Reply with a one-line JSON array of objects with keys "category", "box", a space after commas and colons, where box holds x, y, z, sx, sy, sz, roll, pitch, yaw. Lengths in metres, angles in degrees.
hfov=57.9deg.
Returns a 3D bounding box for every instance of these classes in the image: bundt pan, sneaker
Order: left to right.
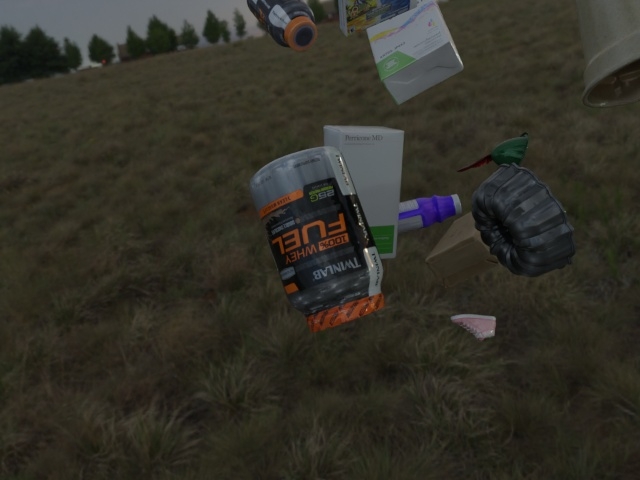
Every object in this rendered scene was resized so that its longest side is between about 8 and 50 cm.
[{"category": "sneaker", "box": [0.441, 0.251, 1.663, 0.134, 0.070, 0.051, 6, -17, -8]}, {"category": "bundt pan", "box": [0.528, -0.039, 1.576, 0.124, 0.331, 0.331, -29, 23, -8]}]

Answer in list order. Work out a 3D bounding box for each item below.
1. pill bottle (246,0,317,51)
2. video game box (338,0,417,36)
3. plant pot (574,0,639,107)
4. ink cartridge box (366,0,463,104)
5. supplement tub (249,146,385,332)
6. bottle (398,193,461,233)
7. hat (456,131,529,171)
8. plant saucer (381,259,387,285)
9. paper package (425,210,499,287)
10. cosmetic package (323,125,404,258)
[{"category": "pill bottle", "box": [-0.100, -0.620, 1.591, 0.130, 0.131, 0.246, -19, 53, -20]}, {"category": "video game box", "box": [0.139, -0.604, 1.378, 0.205, 0.187, 0.048, -26, 61, -7]}, {"category": "plant pot", "box": [0.725, -0.515, 1.316, 0.333, 0.306, 0.334, -13, -10, -2]}, {"category": "ink cartridge box", "box": [0.246, -0.580, 1.627, 0.207, 0.119, 0.354, -26, 52, 22]}, {"category": "supplement tub", "box": [0.000, 0.000, 1.172, 0.207, 0.338, 0.207, -20, -5, -2]}, {"category": "bottle", "box": [0.310, -0.086, 1.877, 0.282, 0.092, 0.118, -13, 18, 4]}, {"category": "hat", "box": [0.656, -0.344, 2.181, 0.183, 0.209, 0.173, 21, -12, -2]}, {"category": "plant saucer", "box": [0.143, 0.099, 2.216, 0.277, 0.278, 0.041, -20, 9, -23]}, {"category": "paper package", "box": [0.648, 0.007, 2.431, 0.325, 0.168, 0.309, -44, 6, -40]}, {"category": "cosmetic package", "box": [0.113, -0.139, 1.653, 0.196, 0.366, 0.155, -5, 18, -17]}]
